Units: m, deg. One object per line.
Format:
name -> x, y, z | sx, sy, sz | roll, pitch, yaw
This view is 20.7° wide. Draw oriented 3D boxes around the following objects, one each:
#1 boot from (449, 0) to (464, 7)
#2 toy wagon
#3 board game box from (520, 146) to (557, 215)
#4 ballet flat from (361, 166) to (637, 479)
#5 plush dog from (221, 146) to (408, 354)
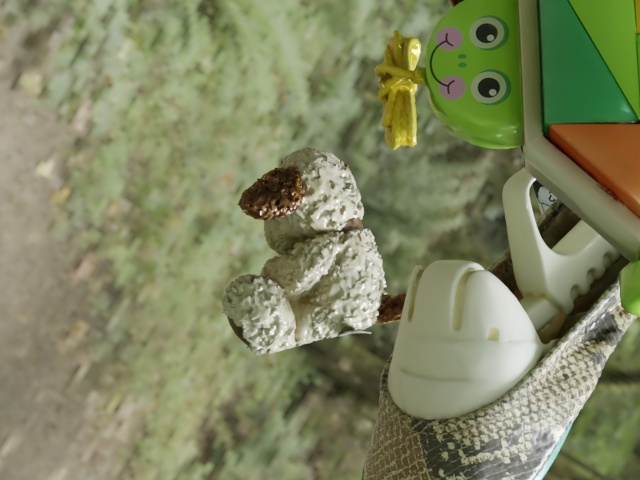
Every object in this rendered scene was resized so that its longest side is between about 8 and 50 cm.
boot -> 0.210, -0.418, 2.111 | 0.211, 0.295, 0.104 | -21, -170, -31
toy wagon -> 0.200, -0.092, 0.930 | 0.068, 0.344, 0.267 | 76, 13, -69
board game box -> 0.343, -0.117, 1.817 | 0.053, 0.305, 0.193 | -38, 114, -44
ballet flat -> 0.169, 0.037, 1.375 | 0.483, 0.164, 0.182 | -44, 128, -27
plush dog -> 0.000, 0.000, 2.109 | 0.262, 0.210, 0.225 | -20, 98, -70
